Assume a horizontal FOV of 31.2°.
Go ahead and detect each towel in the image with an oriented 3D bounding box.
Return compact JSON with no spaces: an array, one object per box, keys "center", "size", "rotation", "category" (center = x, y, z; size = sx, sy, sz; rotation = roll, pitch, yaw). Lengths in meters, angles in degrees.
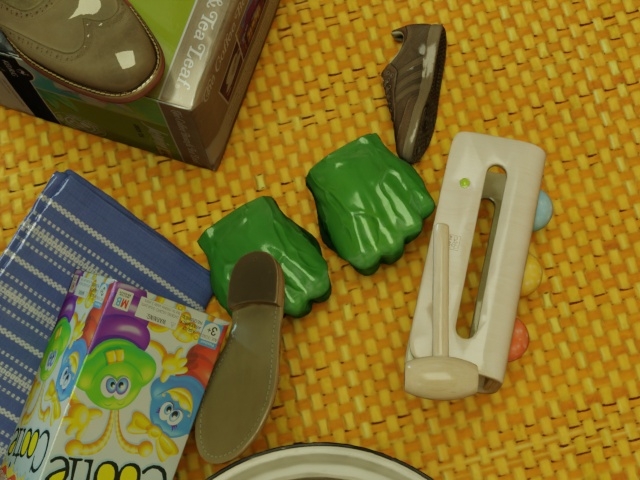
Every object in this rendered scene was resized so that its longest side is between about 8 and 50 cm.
[{"center":[-0.289,0.117,1.298],"size":[0.243,0.040,0.336],"rotation":[37,76,-25],"category":"towel"}]

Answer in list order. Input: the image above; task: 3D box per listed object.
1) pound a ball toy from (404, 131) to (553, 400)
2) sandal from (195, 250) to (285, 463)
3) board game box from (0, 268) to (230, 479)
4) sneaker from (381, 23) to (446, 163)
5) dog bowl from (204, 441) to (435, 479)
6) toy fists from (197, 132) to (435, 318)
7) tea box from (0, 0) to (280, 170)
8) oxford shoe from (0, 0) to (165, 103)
[{"center":[0.181,0.041,1.271],"size":[0.135,0.208,0.319],"rotation":[12,74,5],"category":"pound a ball toy"},{"center":[-0.069,0.136,1.259],"size":[0.088,0.079,0.240],"rotation":[-1,66,23],"category":"sandal"},{"center":[-0.230,0.187,1.231],"size":[0.142,0.144,0.275],"rotation":[23,82,-27],"category":"board game box"},{"center":[0.108,-0.182,1.421],"size":[0.071,0.066,0.188],"rotation":[6,68,21],"category":"sneaker"},{"center":[0.000,0.423,1.198],"size":[0.407,0.150,0.408],"rotation":[0,74,1],"category":"dog bowl"},{"center":[0.000,0.000,1.349],"size":[0.279,0.096,0.142],"rotation":[-30,69,-6],"category":"toy fists"},{"center":[-0.229,-0.304,1.375],"size":[0.323,0.220,0.329],"rotation":[18,76,7],"category":"tea box"},{"center":[-0.307,-0.273,1.188],"size":[0.348,0.130,0.123],"rotation":[39,81,11],"category":"oxford shoe"}]
